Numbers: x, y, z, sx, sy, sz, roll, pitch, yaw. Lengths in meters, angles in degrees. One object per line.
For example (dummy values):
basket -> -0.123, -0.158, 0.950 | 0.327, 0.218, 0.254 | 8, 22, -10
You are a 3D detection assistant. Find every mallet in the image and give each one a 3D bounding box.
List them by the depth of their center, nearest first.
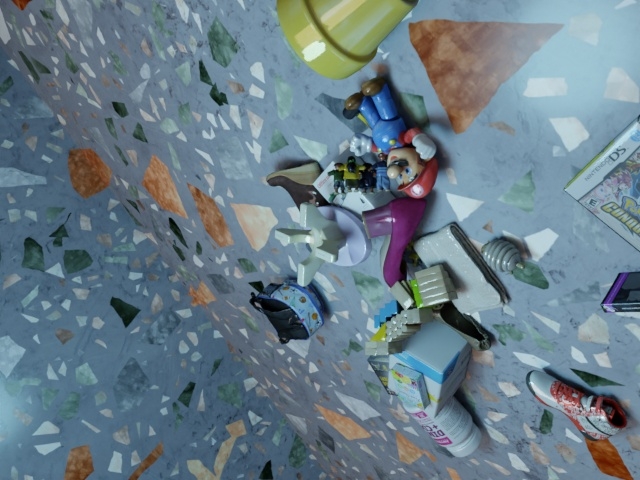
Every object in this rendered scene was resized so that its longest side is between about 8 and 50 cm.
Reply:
mallet -> 0.144, -0.313, 1.611 | 0.190, 0.039, 0.062 | 40, 145, 6

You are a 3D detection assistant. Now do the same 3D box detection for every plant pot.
plant pot -> 0.073, -0.520, 1.295 | 0.239, 0.254, 0.254 | -25, 104, 41

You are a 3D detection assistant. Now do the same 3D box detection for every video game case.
video game case -> 0.673, -0.090, 1.193 | 0.275, 0.035, 0.248 | 43, 148, 10

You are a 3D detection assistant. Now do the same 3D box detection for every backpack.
backpack -> -0.106, 0.283, 2.388 | 0.276, 0.213, 0.263 | 55, 157, -22

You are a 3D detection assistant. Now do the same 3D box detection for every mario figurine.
mario figurine -> 0.175, -0.245, 1.504 | 0.320, 0.170, 0.198 | 58, -178, 0

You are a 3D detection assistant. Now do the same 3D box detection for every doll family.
doll family -> 0.119, -0.189, 1.666 | 0.076, 0.193, 0.111 | 134, 135, -78

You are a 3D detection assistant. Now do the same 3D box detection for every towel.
towel -> 0.398, 0.091, 1.712 | 0.282, 0.049, 0.187 | 52, 148, -5

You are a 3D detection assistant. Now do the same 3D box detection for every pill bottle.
pill bottle -> 0.438, 0.630, 2.119 | 0.283, 0.160, 0.160 | 48, 150, -15

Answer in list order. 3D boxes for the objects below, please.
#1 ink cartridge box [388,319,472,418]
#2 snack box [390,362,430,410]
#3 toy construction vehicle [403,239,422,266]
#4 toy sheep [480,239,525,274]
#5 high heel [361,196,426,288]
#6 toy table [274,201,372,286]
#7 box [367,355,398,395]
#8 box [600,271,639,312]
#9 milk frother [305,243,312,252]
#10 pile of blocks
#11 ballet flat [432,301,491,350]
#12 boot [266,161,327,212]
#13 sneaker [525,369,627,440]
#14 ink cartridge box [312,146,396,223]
ink cartridge box -> 0.357, 0.399, 1.949 | 0.197, 0.198, 0.270 | 29, 142, 29
snack box -> 0.285, 0.464, 1.882 | 0.100, 0.037, 0.141 | 17, 136, 43
toy construction vehicle -> 0.263, 0.038, 1.834 | 0.086, 0.035, 0.098 | 14, 134, 43
toy sheep -> 0.473, 0.043, 1.537 | 0.132, 0.091, 0.091 | 26, 142, 41
high heel -> 0.253, 0.024, 1.729 | 0.181, 0.127, 0.377 | -13, 142, 13
toy table -> 0.000, 0.000, 1.766 | 0.274, 0.161, 0.252 | 7, 106, 47
box -> 0.308, 0.516, 2.271 | 0.231, 0.056, 0.183 | -8, 118, 54
box -> 0.708, 0.110, 1.287 | 0.162, 0.116, 0.029 | -13, 116, 55
milk frother -> 0.051, -0.003, 1.952 | 0.129, 0.134, 0.143 | 45, 153, -20
pile of blocks -> 0.269, 0.211, 1.781 | 0.362, 0.113, 0.149 | -48, 58, 24
ballet flat -> 0.423, 0.248, 1.814 | 0.250, 0.084, 0.058 | 42, 164, 2
boot -> -0.076, -0.138, 1.963 | 0.248, 0.090, 0.206 | -6, 98, 45
sneaker -> 0.720, 0.443, 1.658 | 0.270, 0.090, 0.145 | 41, 147, 6
ink cartridge box -> 0.100, -0.145, 1.783 | 0.219, 0.092, 0.160 | 48, 148, 1
